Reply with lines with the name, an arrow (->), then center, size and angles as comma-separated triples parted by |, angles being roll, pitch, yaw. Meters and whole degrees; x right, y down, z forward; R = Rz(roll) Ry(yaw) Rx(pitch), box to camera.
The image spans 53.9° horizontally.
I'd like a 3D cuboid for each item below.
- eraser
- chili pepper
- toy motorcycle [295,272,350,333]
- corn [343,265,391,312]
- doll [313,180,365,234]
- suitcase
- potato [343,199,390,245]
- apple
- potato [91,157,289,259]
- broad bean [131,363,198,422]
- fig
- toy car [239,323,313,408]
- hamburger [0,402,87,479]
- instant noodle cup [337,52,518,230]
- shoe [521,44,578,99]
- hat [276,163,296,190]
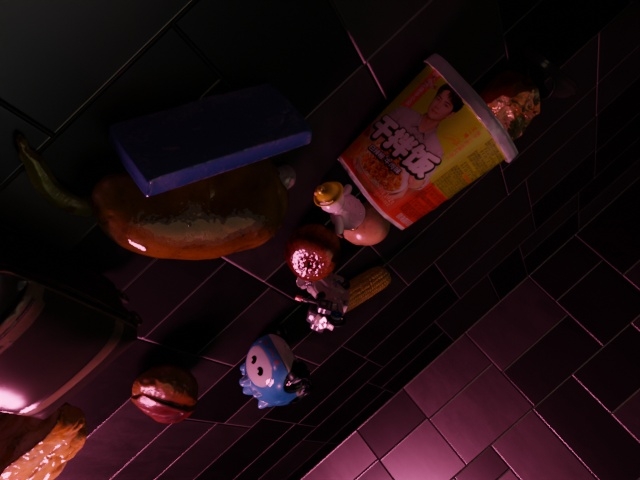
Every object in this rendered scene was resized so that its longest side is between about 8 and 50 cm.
eraser -> -0.175, -0.176, 1.043 | 0.312, 0.144, 0.042 | -23, 149, -29
chili pepper -> -0.418, -0.086, 0.986 | 0.049, 0.043, 0.208 | -28, 151, 2
toy motorcycle -> 0.004, 0.149, 1.679 | 0.150, 0.221, 0.102 | 19, 124, -6
corn -> 0.104, 0.156, 1.898 | 0.248, 0.081, 0.081 | -29, 149, -19
doll -> 0.046, -0.081, 1.494 | 0.207, 0.081, 0.129 | 36, 62, -56
suitcase -> -0.512, 0.146, 1.041 | 0.283, 0.194, 0.434 | -41, 150, -1
potato -> 0.129, -0.047, 1.627 | 0.147, 0.112, 0.112 | -51, 150, 4
apple -> 0.474, -0.344, 1.591 | 0.156, 0.147, 0.158 | 15, 114, -19
potato -> -0.215, -0.068, 1.119 | 0.369, 0.176, 0.195 | -10, 137, -34
broad bean -> -0.391, 0.380, 1.581 | 0.156, 0.122, 0.228 | -9, 143, 4
fig -> 0.000, 0.000, 1.557 | 0.146, 0.134, 0.201 | -46, -173, 43
toy car -> -0.141, 0.382, 1.813 | 0.190, 0.188, 0.255 | -26, 151, -14
hamburger -> -0.631, 0.432, 1.324 | 0.330, 0.162, 0.209 | -42, 154, -2
instant noodle cup -> 0.225, -0.200, 1.394 | 0.308, 0.294, 0.294 | -40, 152, 14
shoe -> 0.580, -0.424, 1.646 | 0.241, 0.108, 0.093 | 13, 122, -48
hat -> -0.106, -0.086, 1.311 | 0.162, 0.093, 0.112 | -45, 178, -4
